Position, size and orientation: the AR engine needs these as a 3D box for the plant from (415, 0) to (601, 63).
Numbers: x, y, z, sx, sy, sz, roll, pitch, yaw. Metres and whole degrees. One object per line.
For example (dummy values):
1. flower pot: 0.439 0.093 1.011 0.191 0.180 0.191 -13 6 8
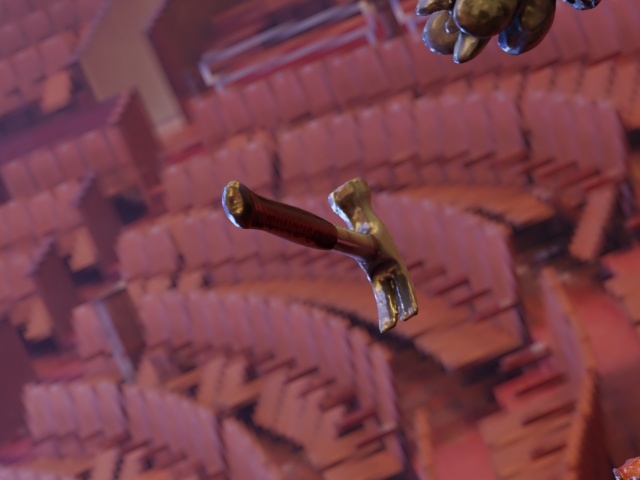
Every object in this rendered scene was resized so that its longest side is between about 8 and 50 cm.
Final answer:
1. plant: 0.218 -0.284 1.918 0.274 0.149 0.146 -39 -8 -13

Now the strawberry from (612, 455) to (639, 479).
1. strawberry: 0.358 0.193 1.458 0.236 0.107 0.175 -9 9 26

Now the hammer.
1. hammer: 0.000 0.000 1.132 0.029 0.103 0.246 -30 -14 15
